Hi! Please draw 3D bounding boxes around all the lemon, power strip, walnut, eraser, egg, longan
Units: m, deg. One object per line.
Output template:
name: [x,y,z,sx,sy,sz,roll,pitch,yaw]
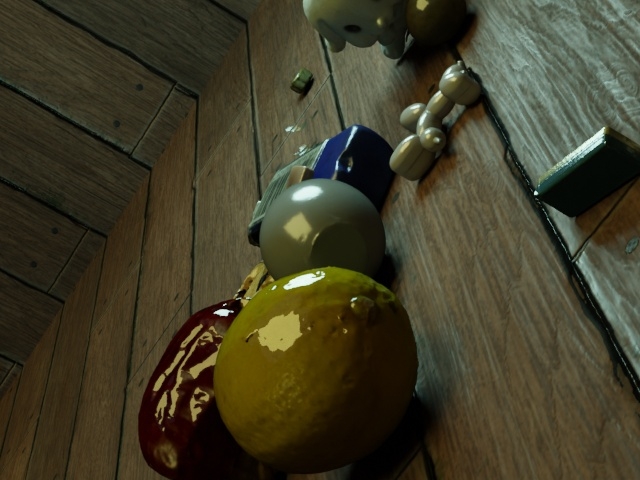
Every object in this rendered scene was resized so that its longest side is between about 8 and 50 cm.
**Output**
lemon: [-0.005,0.153,1.566,0.263,0.236,0.236,-22,41,60]
power strip: [0.281,-0.070,1.407,0.123,0.056,0.032,-41,27,48]
walnut: [-0.121,0.212,1.851,0.244,0.221,0.269,17,92,42]
eraser: [-0.001,-0.074,2.158,0.332,0.101,0.155,-26,38,60]
egg: [0.000,0.000,1.898,0.176,0.176,0.232,-61,13,-4]
longan: [0.179,-0.355,2.115,0.119,0.106,0.106,117,172,-55]

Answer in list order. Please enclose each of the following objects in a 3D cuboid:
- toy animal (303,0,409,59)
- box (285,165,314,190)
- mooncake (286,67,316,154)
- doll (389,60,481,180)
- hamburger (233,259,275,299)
toy animal: [0.089,-0.423,2.208,0.249,0.174,0.289,-53,-13,1]
box: [-0.040,-0.057,2.046,0.048,0.025,0.115,9,84,66]
mooncake: [-0.039,-0.267,2.661,0.347,0.057,0.150,-83,15,-46]
doll: [0.167,-0.180,1.916,0.160,0.059,0.161,-42,24,46]
hamburger: [-0.072,0.099,2.070,0.231,0.106,0.231,-57,14,23]
